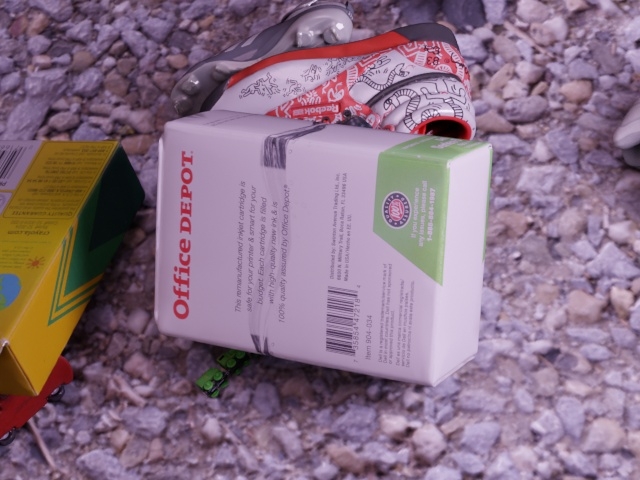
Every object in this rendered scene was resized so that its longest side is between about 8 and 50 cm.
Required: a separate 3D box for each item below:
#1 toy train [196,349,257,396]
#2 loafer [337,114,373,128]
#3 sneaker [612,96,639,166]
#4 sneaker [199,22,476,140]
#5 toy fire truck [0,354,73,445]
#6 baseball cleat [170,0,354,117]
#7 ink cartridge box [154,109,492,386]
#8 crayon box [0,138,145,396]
[{"bbox_3d":[-0.081,0.111,1.603,0.083,0.017,0.024,-45,44,-13],"label":"toy train"},{"bbox_3d":[-0.020,-0.065,1.630,0.170,0.062,0.061,-43,65,25],"label":"loafer"},{"bbox_3d":[0.374,-0.053,1.516,0.118,0.110,0.292,-43,46,-3],"label":"sneaker"},{"bbox_3d":[0.017,-0.112,1.676,0.270,0.090,0.145,-16,51,4],"label":"sneaker"},{"bbox_3d":[-0.343,0.150,1.645,0.192,0.047,0.135,-43,51,-16],"label":"toy fire truck"},{"bbox_3d":[-0.054,-0.183,1.773,0.206,0.072,0.109,-21,21,18],"label":"baseball cleat"},{"bbox_3d":[0.000,0.000,1.528,0.273,0.198,0.115,10,16,24],"label":"ink cartridge box"},{"bbox_3d":[-0.322,0.038,1.651,0.202,0.081,0.318,2,46,25],"label":"crayon box"}]
